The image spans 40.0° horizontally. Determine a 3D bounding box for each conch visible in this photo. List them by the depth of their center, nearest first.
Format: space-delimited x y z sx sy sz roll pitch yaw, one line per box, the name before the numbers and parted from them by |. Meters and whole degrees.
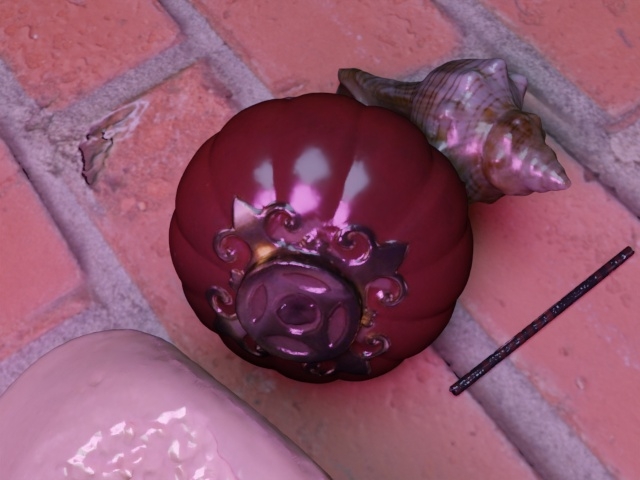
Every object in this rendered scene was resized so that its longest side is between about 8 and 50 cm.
conch | 0.142 -0.113 1.014 0.203 0.170 0.386 -61 27 1

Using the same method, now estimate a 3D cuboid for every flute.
flute | 0.244 0.086 0.961 0.269 0.014 0.014 -36 63 -13

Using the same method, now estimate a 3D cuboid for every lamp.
lamp | 0.000 0.000 0.878 0.303 0.303 0.257 4 34 9

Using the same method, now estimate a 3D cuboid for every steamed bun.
steamed bun | -0.072 0.315 0.664 0.456 0.371 0.290 33 72 36

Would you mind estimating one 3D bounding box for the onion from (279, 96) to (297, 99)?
onion | -0.048 -0.092 1.045 0.151 0.098 0.205 9 62 13
